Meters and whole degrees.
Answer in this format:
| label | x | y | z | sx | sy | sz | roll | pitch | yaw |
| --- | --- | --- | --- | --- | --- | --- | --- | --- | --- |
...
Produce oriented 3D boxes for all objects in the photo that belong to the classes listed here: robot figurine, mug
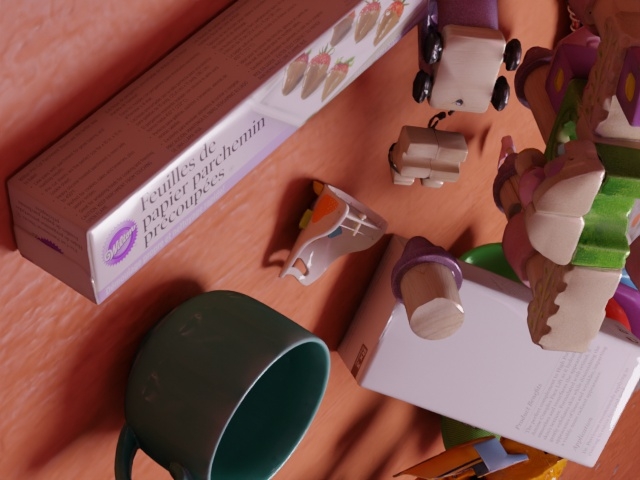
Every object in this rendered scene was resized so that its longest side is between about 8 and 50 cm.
| label | x | y | z | sx | sy | sz | roll | pitch | yaw |
| --- | --- | --- | --- | --- | --- | --- | --- | --- | --- |
| robot figurine | 0.087 | 0.266 | 1.564 | 0.291 | 0.085 | 0.211 | -24 | 147 | -6 |
| mug | -0.078 | 0.102 | 1.155 | 0.157 | 0.097 | 0.129 | -22 | 137 | -53 |

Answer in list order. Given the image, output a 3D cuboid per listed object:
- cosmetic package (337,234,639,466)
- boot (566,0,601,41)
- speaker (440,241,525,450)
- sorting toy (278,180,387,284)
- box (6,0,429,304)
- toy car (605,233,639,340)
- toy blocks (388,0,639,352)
| label | x | y | z | sx | sy | sz | roll | pitch | yaw |
| --- | --- | --- | --- | --- | --- | --- | --- | --- | --- |
| cosmetic package | 0.143 | 0.092 | 1.430 | 0.117 | 0.231 | 0.085 | -64 | -162 | 10 |
| boot | 0.232 | -0.184 | 1.457 | 0.244 | 0.088 | 0.176 | -22 | 137 | -59 |
| speaker | 0.172 | 0.128 | 1.630 | 0.131 | 0.131 | 0.296 | -49 | 153 | -24 |
| sorting toy | 0.000 | 0.000 | 1.265 | 0.075 | 0.045 | 0.083 | -55 | 157 | 6 |
| box | -0.050 | -0.090 | 1.036 | 0.324 | 0.067 | 0.063 | -44 | 151 | -33 |
| toy car | 0.276 | 0.074 | 1.760 | 0.182 | 0.136 | 0.159 | -34 | 145 | -44 |
| toy blocks | 0.179 | -0.094 | 1.310 | 0.260 | 0.309 | 0.289 | -101 | -160 | -50 |
